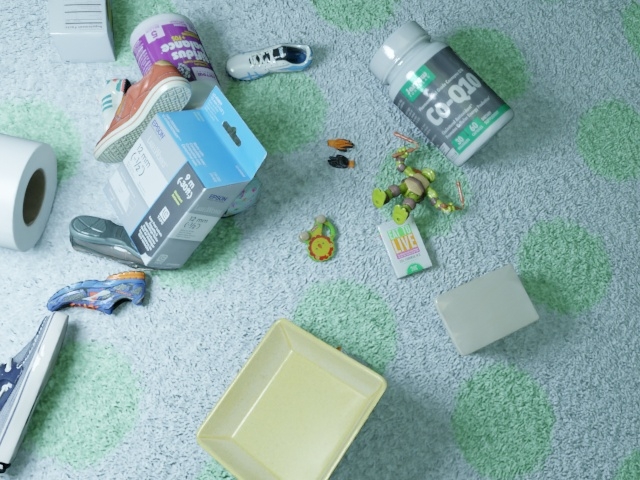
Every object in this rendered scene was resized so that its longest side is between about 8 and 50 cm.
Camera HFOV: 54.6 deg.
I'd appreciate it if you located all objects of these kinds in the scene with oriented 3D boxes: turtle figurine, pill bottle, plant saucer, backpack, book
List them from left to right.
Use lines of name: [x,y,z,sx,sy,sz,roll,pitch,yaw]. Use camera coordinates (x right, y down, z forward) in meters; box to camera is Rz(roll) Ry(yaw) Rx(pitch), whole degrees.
pill bottle: [-0.340,-0.390,1.529,0.169,0.169,0.301,-22,79,-15]
backpack: [-0.205,-0.129,1.468,0.152,0.182,0.115,-41,84,-19]
plant saucer: [-0.056,0.376,1.323,0.333,0.081,0.333,25,72,39]
book: [0.212,0.016,1.581,0.096,0.035,0.144,-19,79,-11]
turtle figurine: [0.227,-0.142,1.596,0.217,0.087,0.269,-36,84,-35]
pill bottle: [0.310,-0.384,1.624,0.204,0.204,0.361,-42,84,-18]

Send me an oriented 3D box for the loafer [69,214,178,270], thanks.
loafer: [-0.450,0.018,1.448,0.268,0.084,0.096,19,40,-8]

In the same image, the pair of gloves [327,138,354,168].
pair of gloves: [0.054,-0.229,1.634,0.074,0.010,0.083,3,76,-10]

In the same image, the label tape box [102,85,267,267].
label tape box: [-0.303,-0.146,1.355,0.347,0.115,0.249,-49,60,22]

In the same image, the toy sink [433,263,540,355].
toy sink: [0.377,0.178,1.507,0.234,0.131,0.152,-22,78,-20]

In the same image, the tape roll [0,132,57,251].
tape roll: [-0.699,-0.110,1.343,0.169,0.246,0.246,12,72,-7]

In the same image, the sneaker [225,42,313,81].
sneaker: [-0.134,-0.479,1.636,0.237,0.086,0.085,-13,78,-12]

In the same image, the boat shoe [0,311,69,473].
boat shoe: [-0.659,0.292,1.289,0.158,0.127,0.340,21,72,-11]

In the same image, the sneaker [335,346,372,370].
sneaker: [0.048,0.382,1.409,0.121,0.099,0.262,23,72,-7]

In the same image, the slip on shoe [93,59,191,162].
slip on shoe: [-0.420,-0.288,1.435,0.123,0.331,0.101,0,59,-51]

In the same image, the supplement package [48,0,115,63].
supplement package: [-0.598,-0.587,1.558,0.134,0.139,0.244,-5,76,-11]

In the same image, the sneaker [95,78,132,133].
sneaker: [-0.525,-0.332,1.546,0.075,0.057,0.161,7,73,10]

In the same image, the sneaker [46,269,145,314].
sneaker: [-0.500,0.129,1.396,0.221,0.083,0.087,-13,84,-10]

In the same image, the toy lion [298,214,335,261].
toy lion: [0.000,0.000,1.548,0.096,0.034,0.100,44,71,-3]
